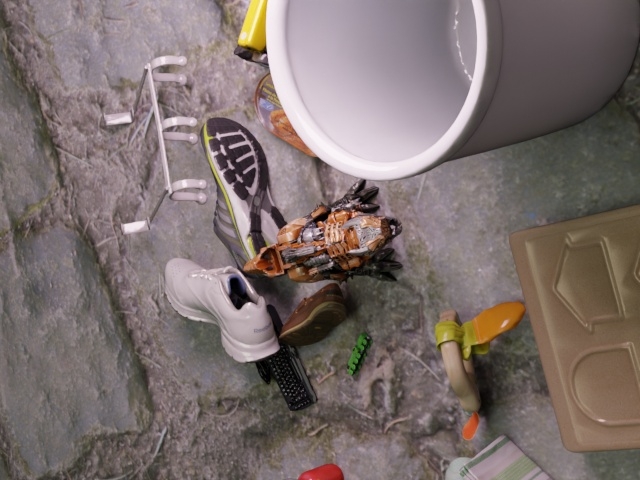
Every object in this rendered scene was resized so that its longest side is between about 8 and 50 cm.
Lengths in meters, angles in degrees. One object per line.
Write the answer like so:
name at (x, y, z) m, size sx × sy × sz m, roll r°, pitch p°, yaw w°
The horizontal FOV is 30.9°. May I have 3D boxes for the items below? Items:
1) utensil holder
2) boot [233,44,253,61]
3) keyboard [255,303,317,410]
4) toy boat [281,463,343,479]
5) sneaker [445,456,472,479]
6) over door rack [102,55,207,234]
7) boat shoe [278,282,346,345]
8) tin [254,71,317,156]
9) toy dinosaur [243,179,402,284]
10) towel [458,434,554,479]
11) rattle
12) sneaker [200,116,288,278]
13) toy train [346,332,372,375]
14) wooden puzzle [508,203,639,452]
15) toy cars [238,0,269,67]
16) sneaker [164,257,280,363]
utensil holder at (0.176, -0.263, 1.457) m, size 0.328 × 0.385 × 0.327 m, roll 12°, pitch 108°, yaw 39°
boot at (-0.005, -0.265, 1.780) m, size 0.223 × 0.338 × 0.118 m, roll 35°, pitch 96°, yaw -17°
keyboard at (-0.083, 0.216, 2.049) m, size 0.100 × 0.038 × 0.192 m, roll -35°, pitch 76°, yaw 42°
toy boat at (0.061, 0.500, 1.917) m, size 0.318 × 0.148 × 0.267 m, roll 41°, pitch 125°, yaw 26°
sneaker at (0.259, 0.446, 1.781) m, size 0.094 × 0.151 × 0.256 m, roll -15°, pitch 123°, yaw 13°
over door rack at (-0.283, -0.165, 2.055) m, size 0.324 × 0.108 × 0.239 m, roll -27°, pitch 71°, yaw 61°
boat shoe at (-0.012, 0.128, 1.955) m, size 0.178 × 0.064 × 0.060 m, roll -41°, pitch 40°, yaw 48°
tin at (-0.030, -0.209, 1.893) m, size 0.190 × 0.040 × 0.106 m, roll 34°, pitch 125°, yaw 31°
toy dinosaur at (0.000, 0.000, 1.795) m, size 0.322 × 0.218 × 0.164 m, roll 11°, pitch 109°, yaw 39°
towel at (0.291, 0.359, 1.698) m, size 0.152 × 0.113 × 0.023 m, roll 41°, pitch 139°, yaw 26°
rattle at (0.254, 0.192, 1.731) m, size 0.130 × 0.143 × 0.199 m, roll -114°, pitch 4°, yaw -76°
sneaker at (-0.147, -0.066, 1.990) m, size 0.121 × 0.111 × 0.300 m, roll -25°, pitch 81°, yaw 48°
toy train at (0.062, 0.189, 1.926) m, size 0.023 × 0.017 × 0.083 m, roll 47°, pitch 128°, yaw 35°
wooden puzzle at (0.432, 0.113, 1.540) m, size 0.348 × 0.080 × 0.322 m, roll -14°, pitch 91°, yaw 48°
toy cars at (0.024, -0.317, 1.575) m, size 0.087 × 0.394 × 0.176 m, roll 20°, pitch 132°, yaw 40°
sneaker at (-0.171, 0.092, 2.022) m, size 0.297 × 0.111 × 0.129 m, roll 31°, pitch 133°, yaw 39°
